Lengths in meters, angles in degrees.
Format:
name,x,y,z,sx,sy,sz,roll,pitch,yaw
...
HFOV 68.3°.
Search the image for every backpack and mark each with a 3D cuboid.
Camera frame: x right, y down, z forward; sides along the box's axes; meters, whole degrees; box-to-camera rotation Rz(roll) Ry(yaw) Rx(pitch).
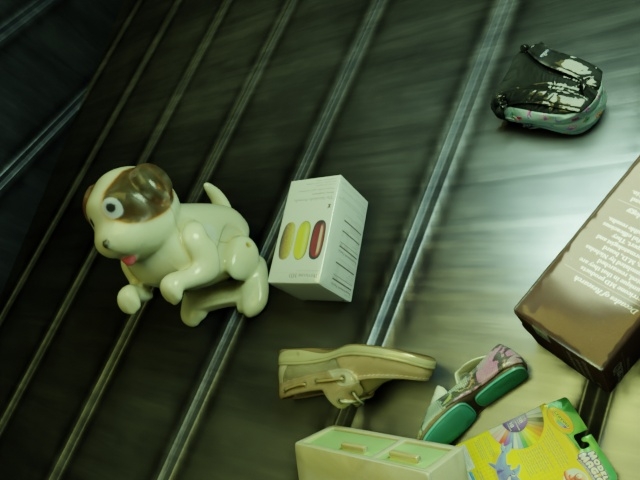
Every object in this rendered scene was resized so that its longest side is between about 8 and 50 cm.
name,x,y,z,sx,sy,sz,roll,pitch,yaw
backpack,0.439,-0.278,0.891,0.182,0.115,0.151,30,97,39

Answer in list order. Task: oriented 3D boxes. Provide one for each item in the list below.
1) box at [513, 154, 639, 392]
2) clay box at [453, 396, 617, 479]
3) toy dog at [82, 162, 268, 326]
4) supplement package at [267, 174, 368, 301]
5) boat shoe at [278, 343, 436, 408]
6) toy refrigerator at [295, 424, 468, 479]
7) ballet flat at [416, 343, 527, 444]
name,x,y,z,sx,sy,sz,roll,pitch,yaw
box,0.465,0.017,0.671,0.381,0.191,0.143,-50,49,3
clay box,0.302,0.340,0.705,0.222,0.053,0.127,-33,52,16
toy dog,-0.330,-0.013,1.088,0.285,0.408,0.394,-4,65,32
supplement package,0.000,0.000,1.034,0.139,0.134,0.243,-3,65,34
boat shoe,0.058,0.258,0.882,0.341,0.122,0.110,-13,64,40
toy refrigerator,0.088,0.365,0.754,0.270,0.102,0.094,-11,85,45
ballet flat,0.240,0.257,0.787,0.221,0.077,0.079,-42,32,3
